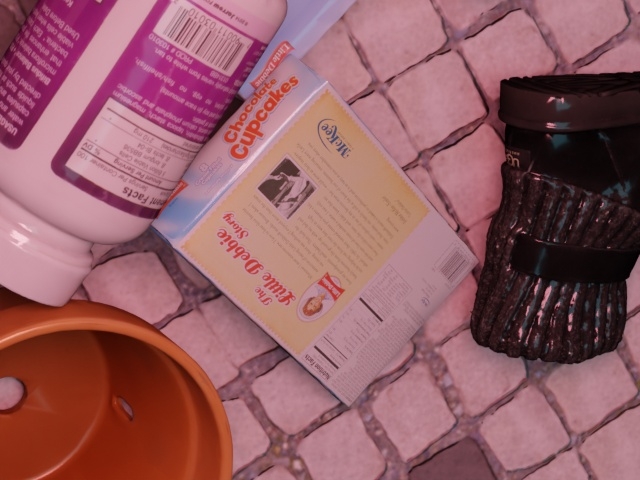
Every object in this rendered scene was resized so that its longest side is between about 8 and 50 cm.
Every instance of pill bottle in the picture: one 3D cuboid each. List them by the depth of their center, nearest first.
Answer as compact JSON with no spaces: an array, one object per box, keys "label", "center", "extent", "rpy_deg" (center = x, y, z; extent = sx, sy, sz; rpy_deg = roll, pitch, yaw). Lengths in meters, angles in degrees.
[{"label":"pill bottle","center":[-0.171,-0.105,1.511],"extent":[0.169,0.169,0.301],"rpy_deg":[31,99,-20]}]

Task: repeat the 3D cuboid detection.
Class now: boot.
[{"label":"boot","center":[0.302,-0.024,1.822],"extent":[0.348,0.131,0.260],"rpy_deg":[-3,104,-20]}]

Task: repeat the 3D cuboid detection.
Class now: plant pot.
[{"label":"plant pot","center":[-0.243,0.167,1.640],"extent":[0.291,0.203,0.291],"rpy_deg":[-8,112,-22]}]

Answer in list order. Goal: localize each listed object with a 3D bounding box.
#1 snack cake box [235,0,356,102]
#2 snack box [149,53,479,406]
[{"label":"snack cake box","center":[-0.016,-0.246,1.672],"extent":[0.089,0.152,0.264],"rpy_deg":[44,86,-19]},{"label":"snack box","center":[0.000,0.000,1.696],"extent":[0.187,0.060,0.322],"rpy_deg":[-47,139,-4]}]
